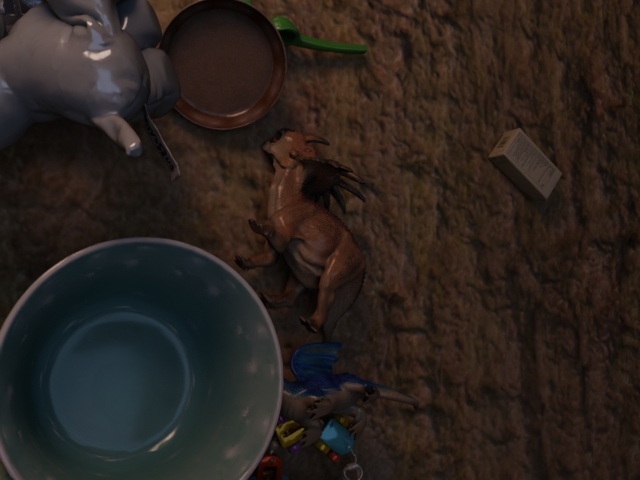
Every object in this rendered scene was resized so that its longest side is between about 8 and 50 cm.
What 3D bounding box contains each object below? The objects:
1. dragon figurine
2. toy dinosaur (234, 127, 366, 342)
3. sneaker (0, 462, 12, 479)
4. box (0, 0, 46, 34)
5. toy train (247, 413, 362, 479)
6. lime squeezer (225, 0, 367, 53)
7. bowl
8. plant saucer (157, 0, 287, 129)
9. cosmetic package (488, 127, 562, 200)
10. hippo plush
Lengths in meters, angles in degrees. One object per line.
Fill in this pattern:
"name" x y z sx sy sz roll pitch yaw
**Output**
"dragon figurine" 0.002 0.193 0.946 0.289 0.144 0.085 -5 122 -32
"toy dinosaur" 0.000 0.000 0.953 0.200 0.127 0.295 -38 110 -28
"sneaker" -0.412 0.192 0.696 0.256 0.094 0.151 6 100 11
"box" -0.382 -0.228 0.808 0.233 0.059 0.183 -13 96 -25
"toy train" -0.025 0.294 0.972 0.166 0.046 0.125 2 88 -22
"lime squeezer" -0.076 -0.313 0.969 0.310 0.059 0.110 31 46 -20
"bowl" -0.214 0.162 0.805 0.311 0.163 0.311 6 76 -26
"plant saucer" -0.129 -0.230 0.918 0.168 0.029 0.168 -4 110 -13
"cosmetic package" 0.337 -0.123 1.153 0.115 0.041 0.060 42 72 -18
"hippo plush" -0.291 -0.167 0.737 0.236 0.234 0.294 -17 82 5
